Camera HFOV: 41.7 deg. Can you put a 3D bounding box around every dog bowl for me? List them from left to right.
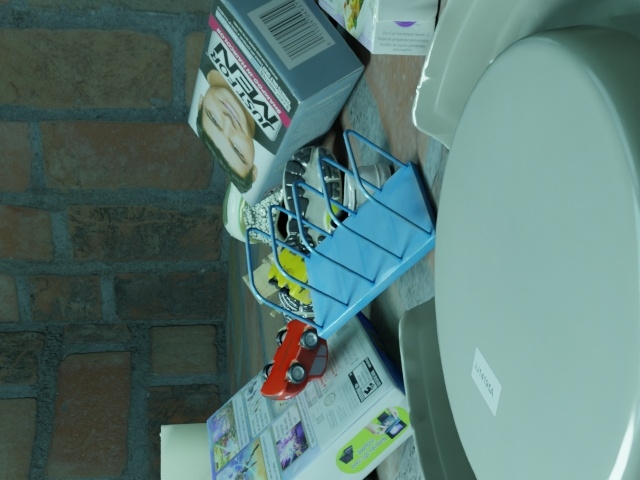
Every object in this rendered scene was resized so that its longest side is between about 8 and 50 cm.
[{"bbox_3d":[0.133,0.024,0.426,0.349,0.102,0.348,180,90,-80],"label":"dog bowl"}]

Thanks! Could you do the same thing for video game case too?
[{"bbox_3d":[-0.019,0.205,0.961,0.061,0.244,0.269,46,-176,-19],"label":"video game case"}]

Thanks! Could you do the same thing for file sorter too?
[{"bbox_3d":[0.015,-0.009,0.846,0.170,0.104,0.118,-44,35,27],"label":"file sorter"}]

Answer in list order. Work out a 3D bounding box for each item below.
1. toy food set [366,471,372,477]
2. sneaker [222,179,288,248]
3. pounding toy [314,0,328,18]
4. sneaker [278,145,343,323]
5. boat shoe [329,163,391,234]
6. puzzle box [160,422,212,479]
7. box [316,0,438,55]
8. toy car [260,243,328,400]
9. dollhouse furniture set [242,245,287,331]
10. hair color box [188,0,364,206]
[{"bbox_3d":[0.026,0.238,1.092,0.128,0.071,0.217,121,147,-71],"label":"toy food set"},{"bbox_3d":[-0.053,-0.155,1.477,0.182,0.158,0.410,32,126,40],"label":"sneaker"},{"bbox_3d":[-0.035,-0.330,1.302,0.100,0.130,0.141,-84,1,-54],"label":"pounding toy"},{"bbox_3d":[0.000,0.000,1.237,0.110,0.107,0.275,20,-106,-81],"label":"sneaker"},{"bbox_3d":[0.041,-0.019,1.023,0.184,0.063,0.066,104,162,-53],"label":"boat shoe"},{"bbox_3d":[-0.117,0.482,1.328,0.052,0.272,0.408,103,164,-51],"label":"puzzle box"},{"bbox_3d":[0.054,-0.271,0.942,0.324,0.067,0.063,-111,23,-64],"label":"box"},{"bbox_3d":[0.023,0.053,0.954,0.225,0.053,0.239,-41,30,28],"label":"toy car"},{"bbox_3d":[-0.018,0.078,1.391,0.161,0.101,0.182,56,150,2],"label":"dollhouse furniture set"},{"bbox_3d":[-0.081,-0.208,1.225,0.185,0.114,0.374,54,159,7],"label":"hair color box"}]
